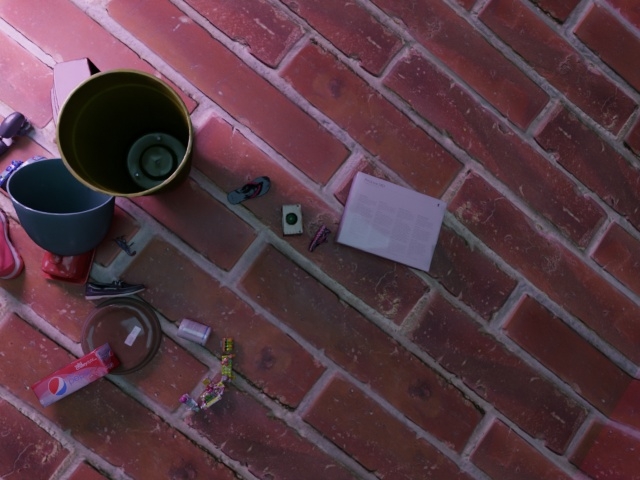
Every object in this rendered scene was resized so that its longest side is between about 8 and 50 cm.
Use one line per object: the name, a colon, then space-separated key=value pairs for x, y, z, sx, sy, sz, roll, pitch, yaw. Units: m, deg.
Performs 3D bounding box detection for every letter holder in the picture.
letter holder: x=-0.861 y=-0.447 z=1.431 sx=0.214 sy=0.152 sz=0.302 roll=-14 pitch=88 yaw=-6

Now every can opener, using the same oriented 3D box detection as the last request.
can opener: x=-1.146 y=-0.346 z=1.412 sx=0.076 sy=0.095 sz=0.283 roll=44 pitch=82 yaw=-2

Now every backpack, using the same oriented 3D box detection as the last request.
backpack: x=-0.989 y=-0.222 z=1.394 sx=0.117 sy=0.158 sz=0.173 roll=35 pitch=80 yaw=-11

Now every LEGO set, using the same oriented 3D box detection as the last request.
LEGO set: x=-0.372 y=0.495 z=1.452 sx=0.132 sy=0.107 sz=0.287 roll=35 pitch=83 yaw=-4

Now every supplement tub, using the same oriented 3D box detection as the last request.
supplement tub: x=-0.456 y=0.332 z=1.471 sx=0.107 sy=0.071 sz=0.071 roll=23 pitch=84 yaw=-6

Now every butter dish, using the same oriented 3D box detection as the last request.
butter dish: x=-0.893 y=0.067 z=1.407 sx=0.159 sy=0.118 sz=0.160 roll=14 pitch=84 yaw=-7

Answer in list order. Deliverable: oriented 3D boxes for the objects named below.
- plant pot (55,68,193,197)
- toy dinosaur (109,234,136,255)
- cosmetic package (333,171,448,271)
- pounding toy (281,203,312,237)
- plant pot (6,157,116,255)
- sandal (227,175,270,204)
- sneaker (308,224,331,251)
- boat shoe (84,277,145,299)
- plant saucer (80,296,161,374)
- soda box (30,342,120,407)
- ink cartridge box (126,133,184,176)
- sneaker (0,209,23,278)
plant pot: x=-0.570 y=-0.294 z=1.309 sx=0.366 sy=0.353 sz=0.367 roll=0 pitch=87 yaw=-8
toy dinosaur: x=-0.713 y=0.022 z=1.485 sx=0.090 sy=0.047 sz=0.082 roll=-14 pitch=98 yaw=25
cosmetic package: x=0.273 y=-0.069 z=1.582 sx=0.377 sy=0.097 sz=0.285 roll=19 pitch=86 yaw=-6
pounding toy: x=-0.091 y=-0.067 z=1.510 sx=0.100 sy=0.141 sz=0.130 roll=-4 pitch=87 yaw=-8
plant pot: x=-0.832 y=-0.092 z=1.341 sx=0.292 sy=0.235 sz=0.293 roll=13 pitch=40 yaw=-11
sandal: x=-0.269 y=-0.190 z=1.546 sx=0.179 sy=0.040 sz=0.067 roll=-27 pitch=90 yaw=-8
sneaker: x=0.000 y=0.000 z=1.571 sx=0.057 sy=0.047 sz=0.119 roll=35 pitch=84 yaw=-16
boat shoe: x=-0.732 y=0.167 z=1.444 sx=0.206 sy=0.075 sz=0.065 roll=-7 pitch=90 yaw=-3
plant saucer: x=-0.717 y=0.343 z=1.452 sx=0.277 sy=0.041 sz=0.278 roll=1 pitch=85 yaw=-8
soda box: x=-0.828 y=0.458 z=1.378 sx=0.263 sy=0.083 sz=0.092 roll=-29 pitch=93 yaw=5
ink cartridge box: x=-0.616 y=-0.344 z=1.507 sx=0.223 sy=0.045 sz=0.224 roll=-2 pitch=87 yaw=-7
sneaker: x=-1.130 y=-0.017 z=1.372 sx=0.115 sy=0.136 sz=0.314 roll=-29 pitch=90 yaw=-10
